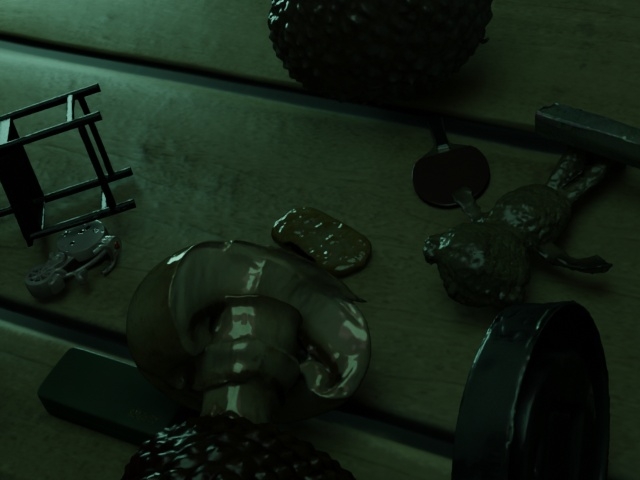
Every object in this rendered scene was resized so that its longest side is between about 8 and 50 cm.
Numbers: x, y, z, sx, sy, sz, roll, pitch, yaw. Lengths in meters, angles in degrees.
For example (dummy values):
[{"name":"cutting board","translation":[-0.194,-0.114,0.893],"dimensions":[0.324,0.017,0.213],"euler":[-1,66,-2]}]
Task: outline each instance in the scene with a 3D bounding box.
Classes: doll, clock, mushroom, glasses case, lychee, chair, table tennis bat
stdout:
[{"name":"doll","translation":[0.235,-0.031,1.610],"dimensions":[0.203,0.091,0.286],"euler":[15,53,7]},{"name":"clock","translation":[-0.309,0.026,1.770],"dimensions":[0.087,0.041,0.129],"euler":[16,49,36]},{"name":"clock","translation":[0.191,0.191,1.257],"dimensions":[0.055,0.280,0.280],"euler":[3,47,29]},{"name":"mushroom","translation":[-0.090,0.123,1.481],"dimensions":[0.254,0.189,0.195],"euler":[18,63,-21]},{"name":"glasses case","translation":[-0.225,0.178,1.587],"dimensions":[0.184,0.039,0.077],"euler":[14,52,30]},{"name":"lychee","translation":[0.073,-0.310,1.819],"dimensions":[0.300,0.300,0.300],"euler":[-10,44,10]},{"name":"chair","translation":[-0.384,-0.085,1.810],"dimensions":[0.260,0.154,0.141],"euler":[-19,25,-1]},{"name":"table tennis bat","translation":[0.156,-0.097,1.752],"dimensions":[0.095,0.014,0.158],"euler":[-16,45,5]},{"name":"lychee","translation":[-0.082,0.274,1.309],"dimensions":[0.271,0.236,0.236],"euler":[-8,42,-10]}]

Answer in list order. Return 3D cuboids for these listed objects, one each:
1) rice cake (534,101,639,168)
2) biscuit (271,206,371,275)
[{"name":"rice cake","translation":[0.338,-0.109,1.602],"dimensions":[0.211,0.043,0.034],"euler":[23,55,31]},{"name":"biscuit","translation":[0.000,0.000,1.704],"dimensions":[0.071,0.018,0.147],"euler":[-39,45,-23]}]
